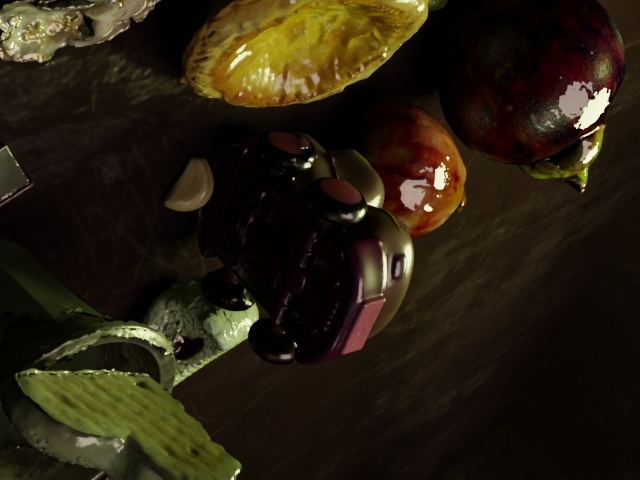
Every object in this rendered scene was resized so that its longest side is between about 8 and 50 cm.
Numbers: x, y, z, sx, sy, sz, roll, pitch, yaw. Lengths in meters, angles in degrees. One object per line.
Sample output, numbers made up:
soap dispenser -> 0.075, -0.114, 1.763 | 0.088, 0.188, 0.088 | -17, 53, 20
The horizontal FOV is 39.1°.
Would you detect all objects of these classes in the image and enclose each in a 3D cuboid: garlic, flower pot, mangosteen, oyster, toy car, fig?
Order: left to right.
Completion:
flower pot -> -0.337, 0.136, 0.981 | 0.290, 0.259, 0.290 | -36, 150, -24
oyster -> -0.239, -0.233, 0.904 | 0.200, 0.061, 0.106 | -18, 157, -43
garlic -> -0.170, -0.071, 1.206 | 0.083, 0.053, 0.041 | -60, 175, 10
toy car -> 0.000, 0.000, 1.229 | 0.240, 0.341, 0.271 | -8, 134, -42
fig -> 0.122, -0.103, 1.439 | 0.224, 0.224, 0.263 | -55, 157, 10
mangosteen -> 0.363, -0.247, 1.467 | 0.306, 0.359, 0.306 | -47, -169, 12

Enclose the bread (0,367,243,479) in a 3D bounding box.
bread -> -0.188, 0.176, 0.840 | 0.232, 0.172, 0.064 | 30, 102, -17

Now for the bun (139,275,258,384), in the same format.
bun -> -0.197, 0.131, 1.337 | 0.212, 0.126, 0.204 | -34, 176, -18

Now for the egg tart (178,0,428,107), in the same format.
egg tart -> -0.028, -0.261, 1.037 | 0.319, 0.128, 0.319 | -18, 170, -3

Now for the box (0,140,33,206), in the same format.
box -> -0.351, -0.067, 0.921 | 0.084, 0.060, 0.063 | -38, 146, -20

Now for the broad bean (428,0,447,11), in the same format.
broad bean -> 0.100, -0.344, 1.261 | 0.256, 0.053, 0.052 | -19, 178, -45

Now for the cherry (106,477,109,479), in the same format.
cherry -> -0.393, 0.442, 1.482 | 0.188, 0.115, 0.148 | 107, -5, -52
